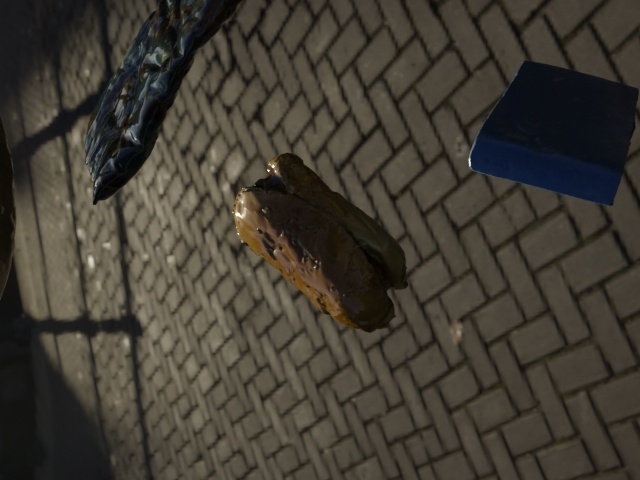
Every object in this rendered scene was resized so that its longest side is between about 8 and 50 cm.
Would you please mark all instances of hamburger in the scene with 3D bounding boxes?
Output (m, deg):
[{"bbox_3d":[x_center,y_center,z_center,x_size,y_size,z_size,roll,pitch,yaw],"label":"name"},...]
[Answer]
[{"bbox_3d":[0.000,0.000,1.269,0.262,0.124,0.131,39,165,12],"label":"hamburger"}]

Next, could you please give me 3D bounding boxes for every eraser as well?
[{"bbox_3d":[0.256,-0.124,1.070,0.144,0.312,0.043,17,118,13],"label":"eraser"}]

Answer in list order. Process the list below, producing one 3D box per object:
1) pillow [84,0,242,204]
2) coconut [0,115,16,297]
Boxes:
[{"bbox_3d":[-0.111,-0.158,0.777,0.255,0.034,0.189,-55,24,11],"label":"pillow"},{"bbox_3d":[-0.307,-0.022,0.523,0.329,0.329,0.329,22,117,53],"label":"coconut"}]
